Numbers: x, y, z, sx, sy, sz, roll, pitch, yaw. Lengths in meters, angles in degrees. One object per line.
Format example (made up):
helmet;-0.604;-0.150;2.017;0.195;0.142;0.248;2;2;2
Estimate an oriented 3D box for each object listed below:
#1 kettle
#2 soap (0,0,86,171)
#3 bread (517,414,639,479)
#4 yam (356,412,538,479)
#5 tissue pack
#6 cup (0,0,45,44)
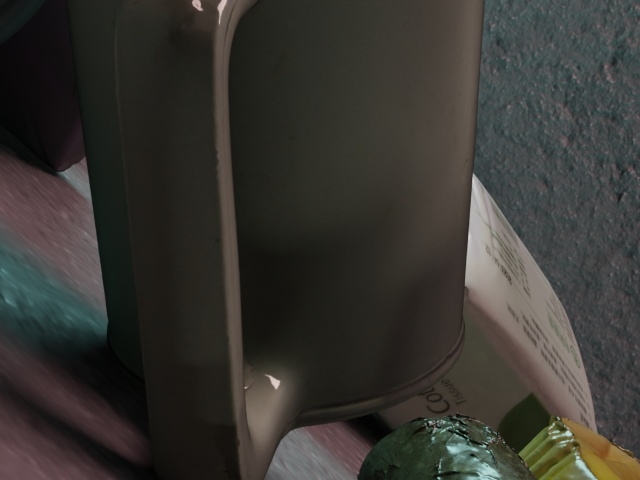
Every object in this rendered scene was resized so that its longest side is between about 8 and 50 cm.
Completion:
kettle;-0.014;-0.079;0.551;0.265;0.205;0.318;-130;-144;-58
soap;-0.225;-0.237;0.897;0.285;0.107;0.296;43;-39;3
bread;0.234;0.277;0.904;0.204;0.156;0.288;31;13;-47
yam;0.096;0.180;0.753;0.107;0.107;0.183;43;4;-21
tissue pack;0.142;0.093;1.285;0.356;0.194;0.266;50;24;-36
cup;-0.265;-0.229;0.629;0.312;0.205;0.205;45;1;35
